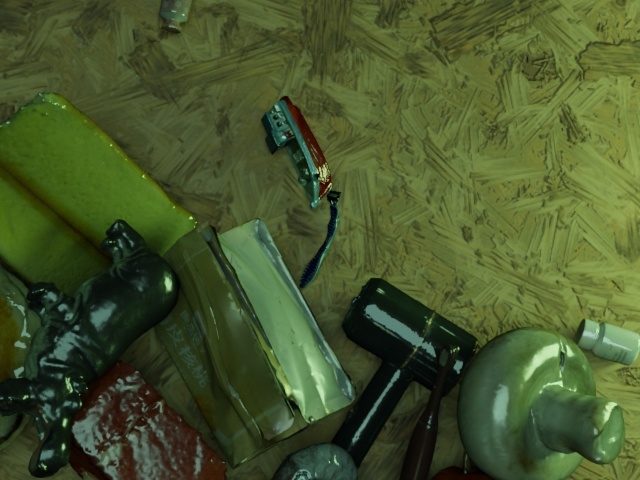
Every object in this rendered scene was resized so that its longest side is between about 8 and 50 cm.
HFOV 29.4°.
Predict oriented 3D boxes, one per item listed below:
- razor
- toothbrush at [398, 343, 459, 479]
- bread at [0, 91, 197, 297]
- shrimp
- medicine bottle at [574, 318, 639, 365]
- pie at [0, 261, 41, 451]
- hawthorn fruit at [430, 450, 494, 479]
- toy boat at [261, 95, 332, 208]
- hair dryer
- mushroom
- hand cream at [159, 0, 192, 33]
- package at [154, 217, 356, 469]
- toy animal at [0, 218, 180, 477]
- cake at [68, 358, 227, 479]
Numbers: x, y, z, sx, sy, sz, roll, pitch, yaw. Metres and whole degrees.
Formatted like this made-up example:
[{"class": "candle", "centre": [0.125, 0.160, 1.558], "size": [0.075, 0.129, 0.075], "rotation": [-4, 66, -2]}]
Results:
[{"class": "razor", "centre": [0.004, 0.001, 1.831], "size": [0.028, 0.044, 0.154], "rotation": [20, 88, -26]}, {"class": "toothbrush", "centre": [0.140, 0.314, 1.748], "size": [0.041, 0.041, 0.364], "rotation": [13, 106, -1]}, {"class": "bread", "centre": [-0.347, -0.041, 1.661], "size": [0.245, 0.361, 0.233], "rotation": [42, 85, 3]}, {"class": "shrimp", "centre": [-0.079, 0.422, 1.705], "size": [0.343, 0.145, 0.116], "rotation": [-49, 47, -4]}, {"class": "medicine bottle", "centre": [0.429, 0.151, 1.820], "size": [0.089, 0.052, 0.052], "rotation": [18, 86, -1]}, {"class": "pie", "centre": [-0.532, 0.152, 1.728], "size": [0.339, 0.077, 0.339], "rotation": [3, 99, 21]}, {"class": "hawthorn fruit", "centre": [0.216, 0.418, 1.745], "size": [0.173, 0.173, 0.179], "rotation": [18, 47, 0]}, {"class": "toy boat", "centre": [-0.037, -0.130, 1.818], "size": [0.059, 0.069, 0.173], "rotation": [-26, 87, -17]}, {"class": "hair dryer", "centre": [0.059, 0.242, 1.787], "size": [0.189, 0.107, 0.352], "rotation": [33, 91, 0]}, {"class": "mushroom", "centre": [0.323, 0.240, 1.709], "size": [0.244, 0.243, 0.243], "rotation": [0, 86, -2]}, {"class": "hand cream", "centre": [-0.206, -0.417, 1.851], "size": [0.067, 0.043, 0.209], "rotation": [9, 80, -1]}, {"class": "package", "centre": [-0.122, 0.142, 1.704], "size": [0.221, 0.165, 0.311], "rotation": [-29, 80, 9]}, {"class": "toy animal", "centre": [-0.328, 0.137, 1.620], "size": [0.168, 0.106, 0.343], "rotation": [34, 68, -3]}, {"class": "cake", "centre": [-0.267, 0.295, 1.725], "size": [0.283, 0.177, 0.151], "rotation": [44, 71, -4]}]
